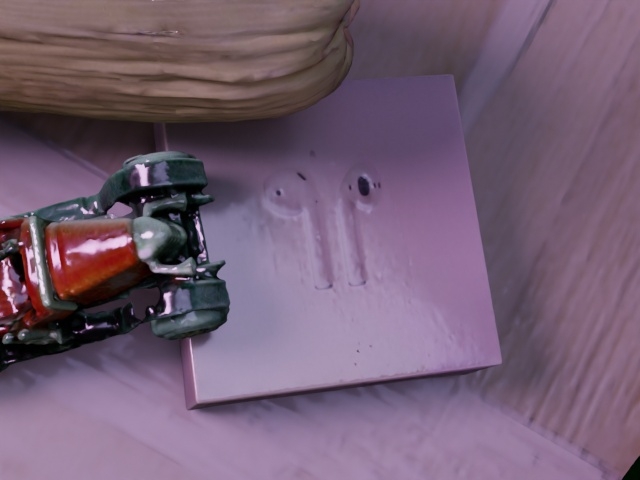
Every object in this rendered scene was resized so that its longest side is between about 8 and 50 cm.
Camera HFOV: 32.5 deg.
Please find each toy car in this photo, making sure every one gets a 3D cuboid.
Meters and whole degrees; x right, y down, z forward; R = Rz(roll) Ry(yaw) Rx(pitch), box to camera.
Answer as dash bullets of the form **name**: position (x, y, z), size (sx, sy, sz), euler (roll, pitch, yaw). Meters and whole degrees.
- **toy car**: position (-0.106, 0.013, 0.421), size (0.143, 0.054, 0.073), euler (-14, 81, 16)

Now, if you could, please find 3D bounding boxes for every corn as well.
- **corn**: position (-0.135, -0.099, 0.400), size (0.305, 0.123, 0.122), euler (0, 100, 7)

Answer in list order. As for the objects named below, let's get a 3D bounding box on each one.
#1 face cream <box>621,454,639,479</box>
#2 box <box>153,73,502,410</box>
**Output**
- **face cream**: position (0.284, 0.216, 0.410), size (0.357, 0.219, 0.312), euler (29, 73, -5)
- **box**: position (0.000, 0.000, 0.477), size (0.130, 0.051, 0.129), euler (-5, 79, -15)
